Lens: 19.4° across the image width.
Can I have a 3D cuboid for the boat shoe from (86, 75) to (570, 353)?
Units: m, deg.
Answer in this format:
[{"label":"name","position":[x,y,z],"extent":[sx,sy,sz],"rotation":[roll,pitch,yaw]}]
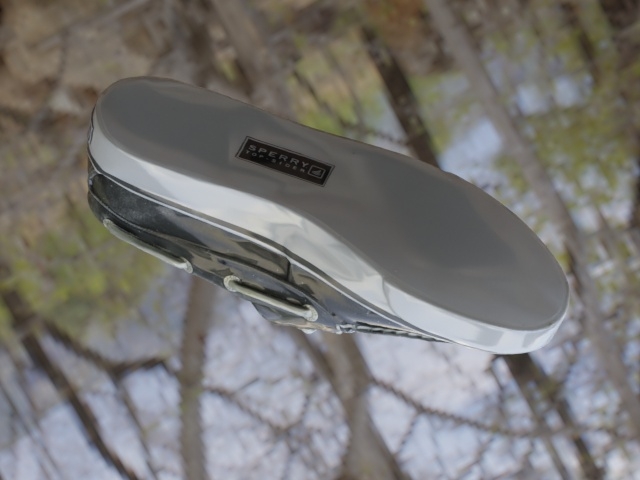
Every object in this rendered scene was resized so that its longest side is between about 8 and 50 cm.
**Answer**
[{"label":"boat shoe","position":[0.000,0.000,0.803],"extent":[0.078,0.219,0.070],"rotation":[-53,163,-44]}]
